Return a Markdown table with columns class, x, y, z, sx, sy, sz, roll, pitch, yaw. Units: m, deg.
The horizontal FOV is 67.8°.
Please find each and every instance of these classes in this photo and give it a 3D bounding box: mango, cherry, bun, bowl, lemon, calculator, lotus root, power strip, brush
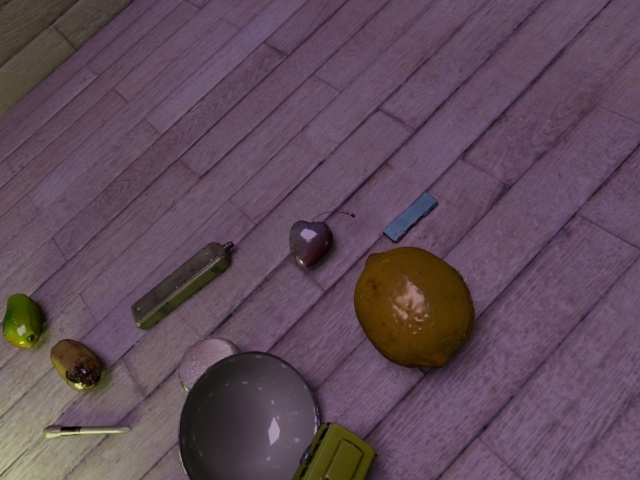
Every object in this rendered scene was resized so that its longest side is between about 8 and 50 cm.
| class | x | y | z | sx | sy | sz | roll | pitch | yaw |
| --- | --- | --- | --- | --- | --- | --- | --- | --- | --- |
| mango | -1.009 | 0.272 | 1.608 | 0.125 | 0.111 | 0.233 | -42 | 55 | -9 |
| cherry | -0.002 | 0.005 | 1.347 | 0.188 | 0.115 | 0.148 | 5 | 46 | 19 |
| bun | -0.278 | 0.350 | 1.264 | 0.172 | 0.120 | 0.173 | -6 | 58 | 11 |
| bowl | -0.184 | 0.441 | 1.120 | 0.157 | 0.337 | 0.337 | -36 | 42 | 53 |
| lemon | 0.208 | 0.145 | 1.095 | 0.258 | 0.258 | 0.310 | -35 | 59 | 1 |
| calculator | 0.252 | -0.064 | 1.336 | 0.172 | 0.018 | 0.057 | -43 | 57 | -5 |
| lotus root | -0.741 | 0.377 | 1.454 | 0.258 | 0.097 | 0.110 | 24 | 66 | 38 |
| power strip | -0.421 | 0.128 | 1.480 | 0.387 | 0.066 | 0.092 | -39 | 54 | 1 |
| brush | -0.672 | 0.545 | 1.372 | 0.299 | 0.042 | 0.039 | -8 | 59 | 14 |

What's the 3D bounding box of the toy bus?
| class | x | y | z | sx | sy | sz | roll | pitch | yaw |
| --- | --- | --- | --- | --- | --- | --- | --- | --- | --- |
| toy bus | 0.006 | 0.518 | 0.994 | 0.128 | 0.150 | 0.262 | 33 | 57 | 1 |
